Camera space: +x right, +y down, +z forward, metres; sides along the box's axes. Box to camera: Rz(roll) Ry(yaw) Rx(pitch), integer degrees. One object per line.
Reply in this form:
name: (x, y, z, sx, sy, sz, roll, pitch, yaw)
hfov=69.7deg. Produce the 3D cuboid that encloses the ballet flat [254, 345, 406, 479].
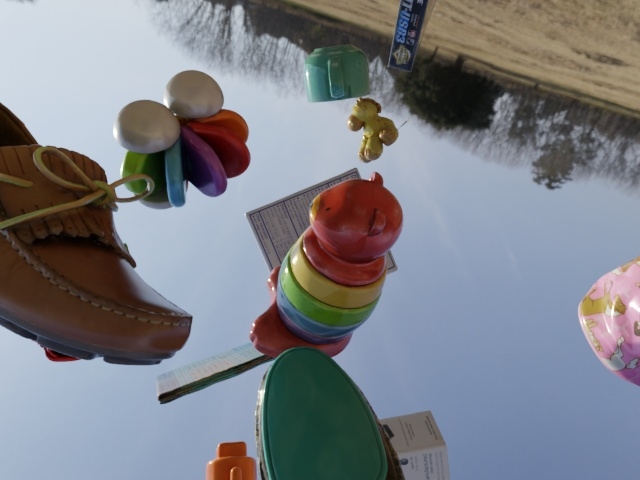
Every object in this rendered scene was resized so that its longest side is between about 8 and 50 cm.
ballet flat: (0.045, 0.334, 0.505, 0.164, 0.181, 0.483, -18, -146, -17)

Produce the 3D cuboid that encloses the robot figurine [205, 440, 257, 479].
robot figurine: (-0.215, 0.611, 1.117, 0.128, 0.158, 0.219, 34, -143, -44)

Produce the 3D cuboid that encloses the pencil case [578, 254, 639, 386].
pencil case: (0.462, 0.032, 0.494, 0.160, 0.386, 0.167, 22, -130, 1)

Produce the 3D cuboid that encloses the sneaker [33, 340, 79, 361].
sneaker: (-0.609, 0.198, 1.016, 0.221, 0.086, 0.128, 26, 169, -15)

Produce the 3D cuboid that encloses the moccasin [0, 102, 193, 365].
moccasin: (-0.245, -0.032, 0.410, 0.380, 0.147, 0.139, 35, 178, 30)

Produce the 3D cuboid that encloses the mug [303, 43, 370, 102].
mug: (0.037, -0.330, 0.902, 0.130, 0.097, 0.158, -18, -157, -26)

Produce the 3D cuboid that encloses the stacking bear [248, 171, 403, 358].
stacking bear: (0.020, 0.035, 0.654, 0.165, 0.289, 0.175, 20, -136, -5)

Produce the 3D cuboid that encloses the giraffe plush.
giraffe plush: (0.163, -0.383, 1.512, 0.170, 0.210, 0.181, 42, 172, -13)

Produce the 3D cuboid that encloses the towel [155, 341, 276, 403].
towel: (-0.287, 0.368, 1.340, 0.371, 0.040, 0.271, -17, -179, -21)

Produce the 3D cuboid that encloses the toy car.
toy car: (-0.167, -0.113, 0.602, 0.136, 0.159, 0.182, 32, -124, 12)

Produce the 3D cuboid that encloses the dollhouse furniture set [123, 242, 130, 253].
dollhouse furniture set: (-0.462, 0.057, 1.031, 0.076, 0.151, 0.058, -17, -135, -25)

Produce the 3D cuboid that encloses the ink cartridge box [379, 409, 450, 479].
ink cartridge box: (0.127, 0.518, 1.009, 0.290, 0.210, 0.121, -11, -163, -1)

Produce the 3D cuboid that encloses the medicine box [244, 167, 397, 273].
medicine box: (0.000, 0.000, 1.130, 0.290, 0.263, 0.149, -23, -175, -4)

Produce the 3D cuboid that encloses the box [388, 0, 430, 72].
box: (0.248, -0.622, 1.108, 0.074, 0.295, 0.293, 15, -116, 7)
